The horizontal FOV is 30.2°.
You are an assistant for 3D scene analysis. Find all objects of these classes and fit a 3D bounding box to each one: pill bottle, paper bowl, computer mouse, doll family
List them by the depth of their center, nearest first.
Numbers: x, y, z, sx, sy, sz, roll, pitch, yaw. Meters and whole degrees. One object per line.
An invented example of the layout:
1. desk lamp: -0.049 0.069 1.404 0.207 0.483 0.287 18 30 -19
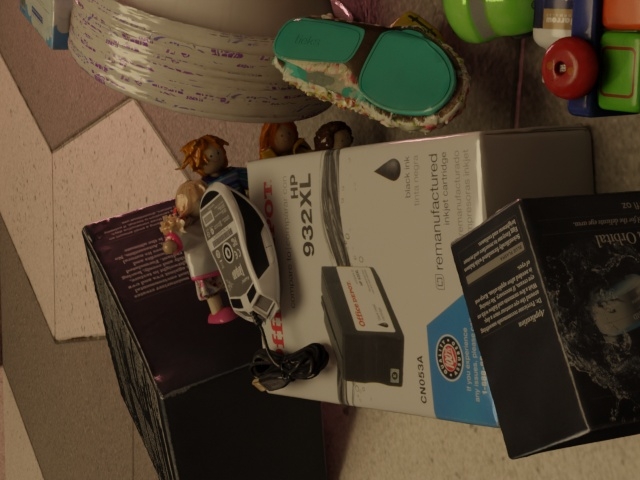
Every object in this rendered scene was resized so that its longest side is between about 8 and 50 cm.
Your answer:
1. pill bottle: 0.191 -0.176 0.871 0.067 0.067 0.120 22 113 60
2. computer mouse: -0.053 0.036 1.045 0.106 0.042 0.193 -31 76 57
3. doll family: -0.064 -0.036 1.176 0.118 0.263 0.163 1 112 56
4. paper bowl: -0.106 -0.239 1.201 0.284 0.284 0.148 48 133 49

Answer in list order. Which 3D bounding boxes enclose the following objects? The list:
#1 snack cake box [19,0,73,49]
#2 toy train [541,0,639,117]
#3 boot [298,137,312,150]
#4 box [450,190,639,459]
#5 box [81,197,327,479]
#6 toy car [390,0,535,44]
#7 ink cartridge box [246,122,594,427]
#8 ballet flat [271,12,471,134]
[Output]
1. snack cake box: -0.211 -0.294 1.417 0.152 0.264 0.089 45 134 51
2. toy train: 0.232 -0.199 0.761 0.143 0.105 0.248 16 109 50
3. boot: 0.000 0.000 1.283 0.137 0.077 0.198 40 143 48
4. box: 0.193 0.054 0.809 0.093 0.156 0.158 -40 60 56
5. box: -0.128 0.152 1.362 0.294 0.183 0.296 -124 22 -44
6. toy car: 0.093 -0.202 0.998 0.225 0.053 0.239 18 137 52
7. ink cartridge box: 0.078 0.027 1.008 0.307 0.129 0.223 -1 94 53
8. ballet flat: 0.053 -0.140 1.011 0.241 0.077 0.091 32 86 47
